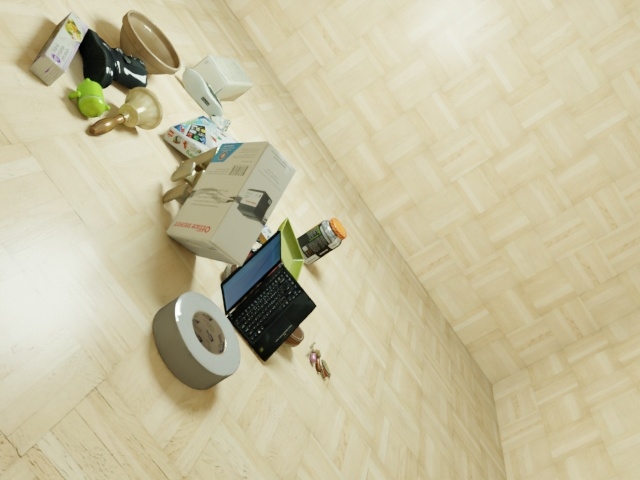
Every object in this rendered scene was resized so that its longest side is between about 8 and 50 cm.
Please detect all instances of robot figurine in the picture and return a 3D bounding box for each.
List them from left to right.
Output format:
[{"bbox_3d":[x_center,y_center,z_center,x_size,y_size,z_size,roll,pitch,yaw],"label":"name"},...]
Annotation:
[{"bbox_3d":[-0.603,-0.371,1.621,0.101,0.067,0.115,24,37,-50],"label":"robot figurine"}]

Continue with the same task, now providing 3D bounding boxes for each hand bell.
[{"bbox_3d":[-0.548,-0.330,1.687,0.126,0.126,0.242,53,30,-11],"label":"hand bell"}]

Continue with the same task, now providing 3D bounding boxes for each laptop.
[{"bbox_3d":[-0.131,0.151,1.667,0.234,0.136,0.264,-44,103,-29],"label":"laptop"}]

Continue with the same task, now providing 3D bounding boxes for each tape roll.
[{"bbox_3d":[-0.282,0.230,1.425,0.219,0.072,0.219,48,19,-23],"label":"tape roll"}]

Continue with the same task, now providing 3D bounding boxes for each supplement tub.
[{"bbox_3d":[0.000,0.000,2.363,0.117,0.190,0.117,48,20,-24],"label":"supplement tub"}]

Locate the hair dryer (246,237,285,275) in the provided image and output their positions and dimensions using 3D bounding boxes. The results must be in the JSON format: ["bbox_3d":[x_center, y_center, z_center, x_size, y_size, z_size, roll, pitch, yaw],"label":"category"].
[{"bbox_3d":[-0.192,0.084,1.927,0.293,0.080,0.223,44,19,9],"label":"hair dryer"}]

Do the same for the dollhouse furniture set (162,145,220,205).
[{"bbox_3d":[-0.357,-0.137,1.829,0.212,0.161,0.242,43,45,-37],"label":"dollhouse furniture set"}]

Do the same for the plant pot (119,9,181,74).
[{"bbox_3d":[-0.585,-0.634,2.053,0.237,0.109,0.237,48,20,-23],"label":"plant pot"}]

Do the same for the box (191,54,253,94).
[{"bbox_3d":[-0.408,-0.669,2.558,0.148,0.121,0.311,56,18,-2],"label":"box"}]

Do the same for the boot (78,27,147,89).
[{"bbox_3d":[-0.592,-0.495,1.816,0.207,0.094,0.247,27,28,-51],"label":"boot"}]

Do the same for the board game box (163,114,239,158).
[{"bbox_3d":[-0.381,-0.327,2.069,0.193,0.053,0.305,37,20,-3],"label":"board game box"}]

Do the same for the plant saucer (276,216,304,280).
[{"bbox_3d":[-0.120,0.046,2.112,0.188,0.045,0.189,-73,148,-57],"label":"plant saucer"}]

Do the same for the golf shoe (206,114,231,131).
[{"bbox_3d":[-0.393,-0.423,2.302,0.086,0.069,0.176,31,21,-11],"label":"golf shoe"}]

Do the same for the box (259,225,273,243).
[{"bbox_3d":[-0.177,0.005,2.161,0.136,0.028,0.081,55,18,0],"label":"box"}]

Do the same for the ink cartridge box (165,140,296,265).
[{"bbox_3d":[-0.236,-0.102,1.634,0.129,0.223,0.308,43,67,-38],"label":"ink cartridge box"}]

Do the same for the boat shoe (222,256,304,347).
[{"bbox_3d":[-0.144,0.180,1.796,0.324,0.116,0.123,50,19,-20],"label":"boat shoe"}]

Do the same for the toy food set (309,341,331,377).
[{"bbox_3d":[-0.008,0.388,1.963,0.122,0.019,0.078,65,18,0],"label":"toy food set"}]

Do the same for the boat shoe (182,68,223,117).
[{"bbox_3d":[-0.449,-0.562,2.355,0.219,0.077,0.070,56,17,-29],"label":"boat shoe"}]

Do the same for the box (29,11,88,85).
[{"bbox_3d":[-0.691,-0.518,1.646,0.063,0.067,0.324,44,23,-33],"label":"box"}]
